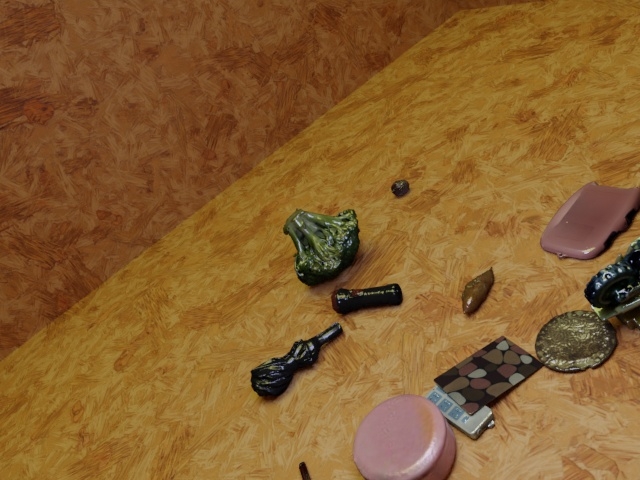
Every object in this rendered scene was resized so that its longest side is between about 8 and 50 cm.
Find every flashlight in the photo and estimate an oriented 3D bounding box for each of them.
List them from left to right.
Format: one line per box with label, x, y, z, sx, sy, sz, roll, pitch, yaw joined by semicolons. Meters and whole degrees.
flashlight;0.152;0.186;1.864;0.231;0.093;0.093;-13;35;29

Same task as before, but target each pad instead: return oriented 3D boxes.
pad;0.421;0.333;1.438;0.234;0.003;0.158;-28;28;-13

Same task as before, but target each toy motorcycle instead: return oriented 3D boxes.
toy motorcycle;0.803;0.058;1.310;0.409;0.237;0.169;-30;44;7

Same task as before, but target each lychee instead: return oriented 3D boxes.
lychee;0.323;-0.216;2.328;0.083;0.068;0.067;-19;57;-14

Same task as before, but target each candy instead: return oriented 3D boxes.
candy;0.193;0.491;1.351;0.255;0.094;0.255;-24;32;16

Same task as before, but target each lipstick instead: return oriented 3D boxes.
lipstick;-0.027;0.626;1.429;0.027;0.027;0.176;-32;29;-1

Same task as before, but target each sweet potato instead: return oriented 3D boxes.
sweet potato;0.463;0.140;1.675;0.068;0.060;0.206;36;53;18

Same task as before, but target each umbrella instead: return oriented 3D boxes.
umbrella;-0.070;0.369;1.796;0.340;0.118;0.118;-34;29;-17

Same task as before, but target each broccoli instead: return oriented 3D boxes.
broccoli;0.000;0.000;2.095;0.321;0.283;0.304;-48;16;-2

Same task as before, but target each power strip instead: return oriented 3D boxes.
power strip;0.337;0.413;1.402;0.081;0.035;0.192;-39;31;-17

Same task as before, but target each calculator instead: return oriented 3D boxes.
calculator;0.795;-0.063;1.684;0.330;0.048;0.220;-45;34;-18

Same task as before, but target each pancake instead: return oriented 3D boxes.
pancake;0.624;0.246;1.402;0.199;0.021;0.199;-23;31;15
